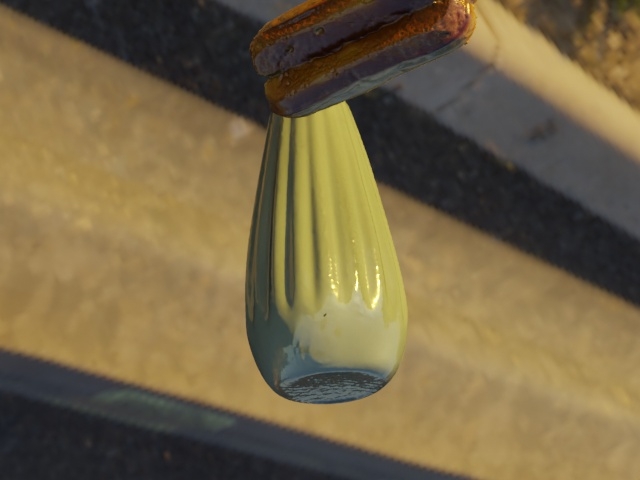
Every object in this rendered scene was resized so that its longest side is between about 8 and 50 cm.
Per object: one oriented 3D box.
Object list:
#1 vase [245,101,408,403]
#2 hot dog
[{"bbox_3d":[0.000,0.000,1.454,0.128,0.248,0.128,-4,158,-2],"label":"vase"},{"bbox_3d":[0.028,-0.134,1.185,0.165,0.071,0.045,-22,180,29],"label":"hot dog"}]
